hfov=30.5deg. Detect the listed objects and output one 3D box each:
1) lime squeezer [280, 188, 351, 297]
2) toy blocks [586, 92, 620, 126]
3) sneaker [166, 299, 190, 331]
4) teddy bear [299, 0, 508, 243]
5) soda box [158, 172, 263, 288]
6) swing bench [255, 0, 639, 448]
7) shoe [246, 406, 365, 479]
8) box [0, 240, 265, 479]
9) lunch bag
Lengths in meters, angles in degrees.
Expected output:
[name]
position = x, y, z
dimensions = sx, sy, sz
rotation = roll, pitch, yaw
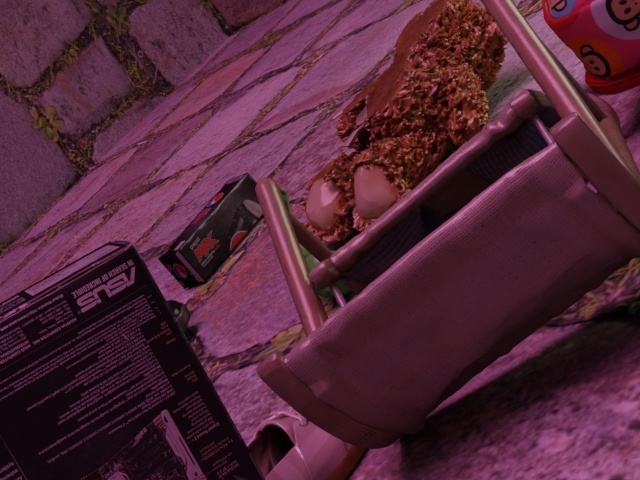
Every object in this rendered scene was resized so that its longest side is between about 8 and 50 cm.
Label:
[lime squeezer]
position = 0.000, 0.000, 1.176
dimensions = 0.310, 0.059, 0.110
rotation = 7, 88, 63
[toy blocks]
position = 0.177, -0.058, 1.025
dimensions = 0.148, 0.054, 0.123
rotation = -47, 19, -24
[sneaker]
position = -0.266, 0.122, 1.364
dimensions = 0.227, 0.130, 0.087
rotation = -35, 19, 6
[teddy bear]
position = 0.103, -0.125, 1.311
dimensions = 0.245, 0.113, 0.338
rotation = -34, 23, 42
[soda box]
position = -0.138, -0.014, 1.565
dimensions = 0.053, 0.060, 0.169
rotation = -20, 26, 51
[swing bench]
position = 0.096, -0.006, 0.824
dimensions = 0.253, 0.165, 0.254
rotation = -39, 28, 19
[shoe]
position = -0.027, 0.167, 0.857
dimensions = 0.076, 0.058, 0.219
rotation = -18, 26, 50
[box]
position = -0.190, 0.177, 0.703
dimensions = 0.307, 0.242, 0.076
rotation = -32, 11, -18
[lunch bag]
position = 0.337, -0.267, 1.008
dimensions = 0.258, 0.120, 0.293
rotation = -25, 23, 38
